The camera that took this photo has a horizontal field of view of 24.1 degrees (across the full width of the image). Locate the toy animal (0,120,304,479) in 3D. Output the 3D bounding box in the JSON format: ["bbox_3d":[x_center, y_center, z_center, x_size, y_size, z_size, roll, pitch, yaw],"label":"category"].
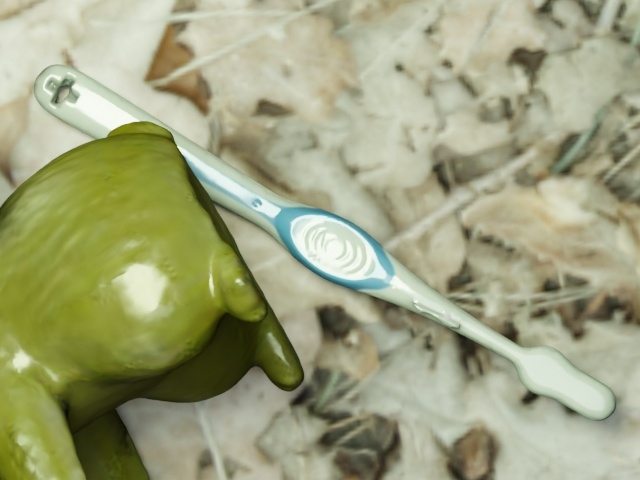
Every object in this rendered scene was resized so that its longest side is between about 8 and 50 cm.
[{"bbox_3d":[-0.175,0.104,0.804,0.363,0.181,0.180,-44,79,-1],"label":"toy animal"}]

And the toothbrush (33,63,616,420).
[{"bbox_3d":[0.000,0.000,0.866,0.386,0.040,0.040,30,89,3],"label":"toothbrush"}]
